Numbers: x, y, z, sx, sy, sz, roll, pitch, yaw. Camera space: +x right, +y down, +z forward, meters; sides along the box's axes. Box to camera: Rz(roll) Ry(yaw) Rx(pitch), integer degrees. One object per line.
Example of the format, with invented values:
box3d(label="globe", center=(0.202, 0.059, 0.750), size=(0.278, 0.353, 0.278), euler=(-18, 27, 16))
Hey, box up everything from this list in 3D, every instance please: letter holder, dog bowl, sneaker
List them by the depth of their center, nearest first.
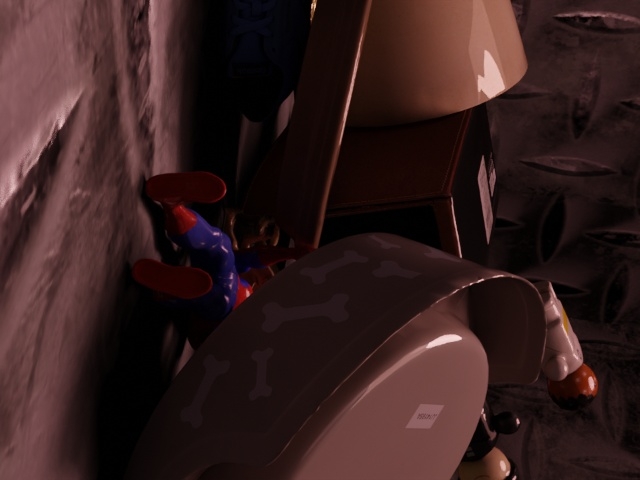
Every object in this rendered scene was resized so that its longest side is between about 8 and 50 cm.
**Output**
box3d(label="dog bowl", center=(0.008, 0.148, 0.779), size=(0.349, 0.102, 0.348), euler=(-36, 146, -30))
box3d(label="sneaker", center=(-0.041, -0.172, 0.835), size=(0.209, 0.069, 0.082), euler=(92, 11, -54))
box3d(label="letter holder", center=(0.056, -0.034, 1.157), size=(0.302, 0.214, 0.152), euler=(-66, 147, -59))

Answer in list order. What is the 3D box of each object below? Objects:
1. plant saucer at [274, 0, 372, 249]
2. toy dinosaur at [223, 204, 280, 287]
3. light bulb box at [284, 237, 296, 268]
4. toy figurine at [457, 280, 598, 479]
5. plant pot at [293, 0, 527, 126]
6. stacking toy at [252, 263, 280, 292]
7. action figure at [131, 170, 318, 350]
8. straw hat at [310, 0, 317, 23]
box3d(label="plant saucer", center=(0.008, -0.124, 0.898), size=(0.278, 0.041, 0.278), euler=(13, 90, -89))
box3d(label="toy dinosaur", center=(-0.067, 0.020, 0.985), size=(0.183, 0.053, 0.092), euler=(165, -65, -69))
box3d(label="light bulb box", center=(0.058, 0.091, 1.448), size=(0.358, 0.225, 0.361), euler=(100, 0, -65))
box3d(label="toy figurine", center=(0.150, 0.139, 1.123), size=(0.213, 0.209, 0.148), euler=(8, -50, 57))
box3d(label="plant pot", center=(0.069, -0.293, 1.184), size=(0.256, 0.256, 0.274), euler=(-75, 155, -61))
box3d(label="stacking toy", center=(-0.037, 0.149, 1.131), size=(0.175, 0.166, 0.302), euler=(-55, 138, -67))
box3d(label="action figure", center=(-0.041, 0.037, 0.802), size=(0.280, 0.139, 0.091), euler=(91, 8, -76))
box3d(label="straw hat", center=(-0.023, -0.217, 1.034), size=(0.144, 0.061, 0.144), euler=(7, 90, -85))
